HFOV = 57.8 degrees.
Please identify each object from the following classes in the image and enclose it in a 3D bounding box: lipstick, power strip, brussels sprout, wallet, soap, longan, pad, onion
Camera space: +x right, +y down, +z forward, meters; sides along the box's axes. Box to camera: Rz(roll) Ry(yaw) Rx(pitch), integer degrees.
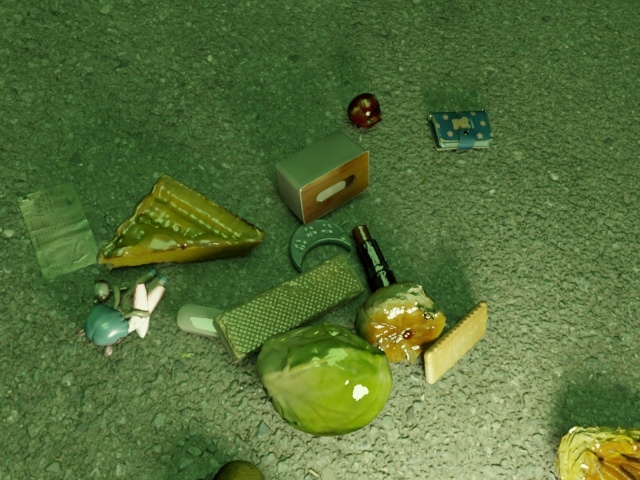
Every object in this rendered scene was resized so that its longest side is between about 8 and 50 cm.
[{"bbox_3d":[0.168,0.091,1.692,0.081,0.081,0.300,-17,74,-16],"label":"lipstick"},{"bbox_3d":[0.000,0.000,1.716,0.215,0.044,0.137,-25,75,-18],"label":"power strip"},{"bbox_3d":[0.013,0.333,1.456,0.344,0.344,0.268,22,34,-1],"label":"brussels sprout"},{"bbox_3d":[0.472,-0.370,1.939,0.202,0.059,0.141,-5,72,-13],"label":"wallet"},{"bbox_3d":[-0.368,0.029,1.571,0.338,0.169,0.304,30,67,4],"label":"soap"},{"bbox_3d":[-0.211,0.605,1.386,0.176,0.145,0.155,29,41,-3],"label":"longan"},{"bbox_3d":[-0.727,-0.033,1.615,0.159,0.009,0.265,-21,75,-18],"label":"pad"},{"bbox_3d":[0.142,-0.415,1.867,0.118,0.117,0.119,-6,55,9],"label":"onion"}]

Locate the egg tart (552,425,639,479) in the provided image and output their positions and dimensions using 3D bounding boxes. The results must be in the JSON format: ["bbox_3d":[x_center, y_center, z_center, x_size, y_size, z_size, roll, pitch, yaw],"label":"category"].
[{"bbox_3d":[0.791,0.663,1.545,0.351,0.153,0.340,-2,70,-12],"label":"egg tart"}]

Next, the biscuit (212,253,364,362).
[{"bbox_3d":[-0.079,0.175,1.589,0.426,0.078,0.144,-24,77,-27],"label":"biscuit"}]

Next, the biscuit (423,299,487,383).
[{"bbox_3d":[0.380,0.283,1.625,0.249,0.160,0.030,-37,49,-20],"label":"biscuit"}]

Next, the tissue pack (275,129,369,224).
[{"bbox_3d":[0.008,-0.190,1.713,0.246,0.159,0.136,-31,55,-19],"label":"tissue pack"}]

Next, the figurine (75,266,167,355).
[{"bbox_3d":[-0.527,0.160,1.526,0.205,0.103,0.260,38,57,3],"label":"figurine"}]

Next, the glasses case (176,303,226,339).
[{"bbox_3d":[-0.290,0.224,1.571,0.197,0.049,0.076,13,65,-7],"label":"glasses case"}]

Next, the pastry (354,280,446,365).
[{"bbox_3d":[0.211,0.228,1.557,0.235,0.257,0.121,-36,37,12],"label":"pastry"}]
